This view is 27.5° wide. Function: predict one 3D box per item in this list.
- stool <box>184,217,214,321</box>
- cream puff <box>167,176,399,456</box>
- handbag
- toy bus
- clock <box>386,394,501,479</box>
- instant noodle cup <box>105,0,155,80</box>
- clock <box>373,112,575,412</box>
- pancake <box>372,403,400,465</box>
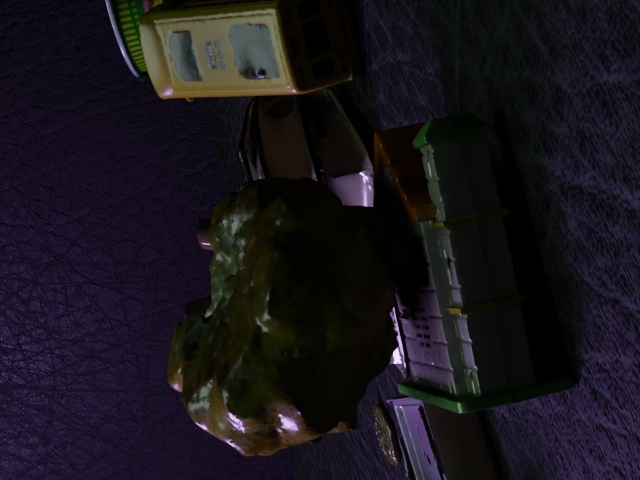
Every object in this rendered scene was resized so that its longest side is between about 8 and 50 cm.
[{"bbox_3d":[-0.084,0.079,2.034,0.272,0.178,0.272,-9,-90,-73],"label":"stool"},{"bbox_3d":[-0.021,0.072,1.228,0.282,0.185,0.282,-45,36,47],"label":"cream puff"},{"bbox_3d":[0.000,0.000,1.725,0.237,0.160,0.359,-105,3,-56],"label":"handbag"},{"bbox_3d":[-0.110,-0.249,1.625,0.331,0.151,0.145,4,115,44],"label":"toy bus"},{"bbox_3d":[0.143,0.242,1.526,0.192,0.071,0.147,129,125,-79],"label":"clock"},{"bbox_3d":[-0.170,-0.350,1.847,0.207,0.232,0.207,-12,-90,-87],"label":"instant noodle cup"},{"bbox_3d":[0.124,0.016,1.196,0.220,0.106,0.255,173,86,-80],"label":"clock"},{"bbox_3d":[0.103,0.308,2.056,0.108,0.017,0.108,161,90,-80],"label":"pancake"}]
